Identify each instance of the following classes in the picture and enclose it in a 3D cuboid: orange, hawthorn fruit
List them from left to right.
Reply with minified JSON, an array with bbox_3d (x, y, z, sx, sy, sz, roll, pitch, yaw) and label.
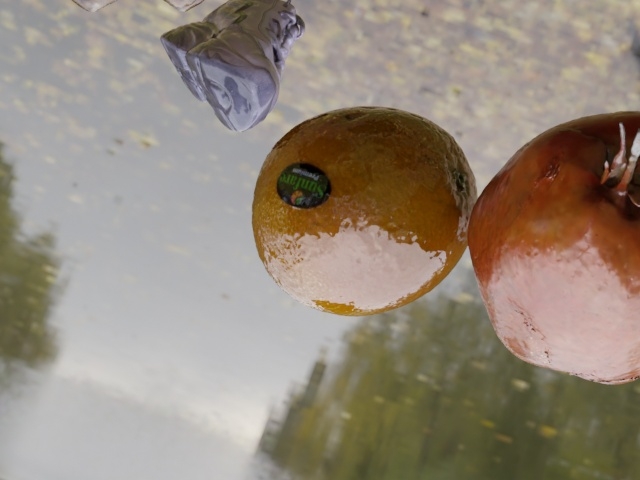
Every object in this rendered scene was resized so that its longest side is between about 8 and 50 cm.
[{"bbox_3d":[0.038,-0.028,1.237,0.206,0.206,0.206,19,165,5],"label":"orange"},{"bbox_3d":[0.220,-0.008,1.076,0.211,0.211,0.299,18,161,9],"label":"hawthorn fruit"}]

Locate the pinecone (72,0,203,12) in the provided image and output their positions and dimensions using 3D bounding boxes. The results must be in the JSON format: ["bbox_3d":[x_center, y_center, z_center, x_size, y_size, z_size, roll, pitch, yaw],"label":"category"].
[{"bbox_3d":[-0.107,-0.254,0.840,0.264,0.264,0.264,19,165,5],"label":"pinecone"}]

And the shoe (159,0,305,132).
[{"bbox_3d":[-0.068,-0.191,1.405,0.095,0.138,0.245,58,173,-26],"label":"shoe"}]
